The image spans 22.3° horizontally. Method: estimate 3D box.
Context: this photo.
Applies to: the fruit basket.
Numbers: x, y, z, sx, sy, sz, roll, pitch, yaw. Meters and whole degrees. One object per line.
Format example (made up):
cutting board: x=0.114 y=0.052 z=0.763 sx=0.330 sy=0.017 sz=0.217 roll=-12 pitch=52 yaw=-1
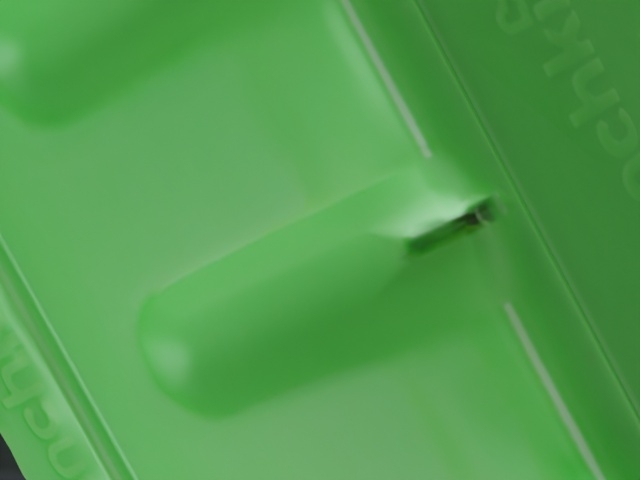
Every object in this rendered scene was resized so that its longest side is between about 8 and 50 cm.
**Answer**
fruit basket: x=0.000 y=0.000 z=0.530 sx=0.283 sy=0.392 sz=0.392 roll=-31 pitch=-156 yaw=-37
